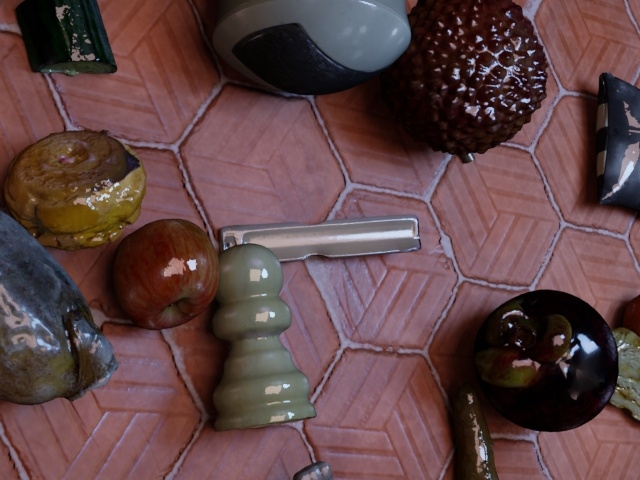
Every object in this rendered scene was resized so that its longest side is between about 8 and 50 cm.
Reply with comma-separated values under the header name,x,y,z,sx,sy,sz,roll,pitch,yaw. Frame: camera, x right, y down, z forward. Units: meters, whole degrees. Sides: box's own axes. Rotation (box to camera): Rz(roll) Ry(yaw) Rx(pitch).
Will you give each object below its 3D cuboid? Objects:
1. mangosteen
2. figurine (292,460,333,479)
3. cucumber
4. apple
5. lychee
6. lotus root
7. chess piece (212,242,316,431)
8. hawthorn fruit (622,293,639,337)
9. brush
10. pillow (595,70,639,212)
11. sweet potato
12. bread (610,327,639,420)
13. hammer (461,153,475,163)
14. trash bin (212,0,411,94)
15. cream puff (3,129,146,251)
name,x,y,z,sx,sy,sz,roll,pitch,yaw
mangosteen,0.340,0.176,1.657,0.265,0.228,0.228,40,58,-53
figurine,-0.023,0.481,1.424,0.285,0.167,0.343,31,45,-30
cucumber,-0.338,-0.280,1.456,0.116,0.062,0.115,-14,84,-33
apple,-0.205,0.040,1.423,0.146,0.146,0.131,-5,60,-31
lychee,0.226,-0.264,1.668,0.300,0.264,0.264,-23,93,-41
lotus root,-0.400,0.062,1.292,0.175,0.175,0.349,-43,97,-30
chess piece,-0.093,0.129,1.479,0.144,0.144,0.251,-3,78,-31
hawthorn fruit,0.589,0.151,1.888,0.128,0.128,0.128,6,77,-30
brush,0.000,0.000,1.613,0.321,0.050,0.060,-4,85,-24
pillow,0.566,-0.165,1.943,0.186,0.106,0.250,11,77,-36
sweet potato,0.244,0.357,1.669,0.075,0.075,0.273,1,77,-31
bread,0.540,0.227,1.848,0.232,0.128,0.088,32,29,-24
hammer,0.271,-0.170,1.823,0.110,0.019,0.035,-37,100,-36
trash bin,-0.016,-0.425,1.554,0.280,0.280,0.432,7,74,-29
cream puff,-0.311,-0.060,1.381,0.189,0.129,0.189,1,42,-1
